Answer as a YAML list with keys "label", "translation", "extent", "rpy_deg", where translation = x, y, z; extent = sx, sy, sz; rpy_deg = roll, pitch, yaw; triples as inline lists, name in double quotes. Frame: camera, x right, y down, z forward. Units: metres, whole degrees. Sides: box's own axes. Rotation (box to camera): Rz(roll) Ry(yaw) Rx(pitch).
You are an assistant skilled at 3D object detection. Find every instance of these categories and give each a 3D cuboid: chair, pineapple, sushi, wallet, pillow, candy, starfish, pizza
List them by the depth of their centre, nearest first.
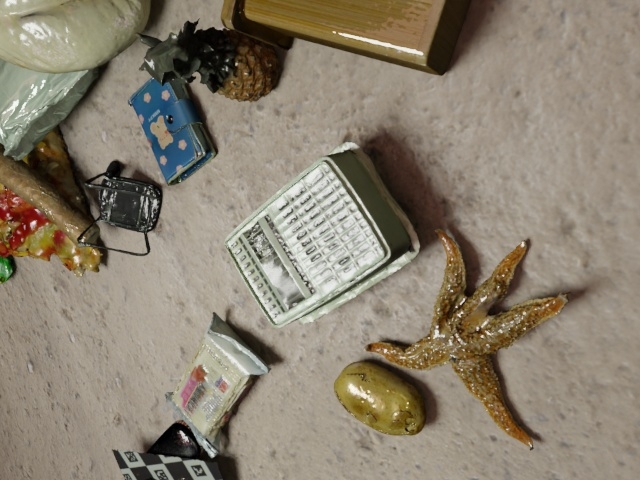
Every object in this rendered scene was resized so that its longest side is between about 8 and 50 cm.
- label: "starfish"
  translation: [0.246, 0.137, 0.696]
  extent: [0.301, 0.084, 0.294]
  rpy_deg: [31, 114, 24]
- label: "pineapple"
  translation: [-0.175, -0.296, 0.746]
  extent: [0.128, 0.248, 0.128]
  rpy_deg: [8, 106, 29]
- label: "wallet"
  translation: [-0.309, -0.235, 0.937]
  extent: [0.141, 0.059, 0.202]
  rpy_deg: [-27, 86, 27]
- label: "chair"
  translation: [-0.434, -0.082, 1.011]
  extent: [0.145, 0.221, 0.140]
  rpy_deg: [12, 110, -19]
- label: "pillow"
  translation: [-0.654, -0.379, 1.020]
  extent: [0.310, 0.138, 0.283]
  rpy_deg: [-45, 68, 8]
- label: "sushi"
  translation: [-0.349, 0.661, 1.066]
  extent: [0.320, 0.069, 0.339]
  rpy_deg: [-3, 109, 23]
- label: "pizza"
  translation: [-0.696, -0.068, 1.137]
  extent: [0.406, 0.130, 0.440]
  rpy_deg: [38, 114, 20]
- label: "candy"
  translation: [-0.968, -0.030, 1.324]
  extent: [0.097, 0.097, 0.324]
  rpy_deg: [-13, 85, 29]

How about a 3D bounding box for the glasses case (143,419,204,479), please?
- label: "glasses case"
  translation: [-0.374, 0.537, 1.109]
  extent: [0.103, 0.067, 0.267]
  rpy_deg: [45, 116, 7]

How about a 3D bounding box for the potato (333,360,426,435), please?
- label: "potato"
  translation: [0.105, 0.282, 0.800]
  extent: [0.170, 0.080, 0.107]
  rpy_deg: [30, 99, 22]

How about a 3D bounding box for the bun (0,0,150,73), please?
- label: "bun"
  translation: [-0.509, -0.503, 0.850]
  extent: [0.365, 0.219, 0.365]
  rpy_deg: [-2, 73, 6]

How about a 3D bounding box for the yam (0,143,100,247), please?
- label: "yam"
  translation: [-0.648, -0.113, 1.027]
  extent: [0.356, 0.081, 0.081]
  rpy_deg: [41, 116, 0]

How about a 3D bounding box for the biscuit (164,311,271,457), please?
- label: "biscuit"
  translation: [-0.230, 0.316, 0.987]
  extent: [0.186, 0.079, 0.309]
  rpy_deg: [42, 114, 18]

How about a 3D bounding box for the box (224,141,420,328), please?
- label: "box"
  translation: [0.000, 0.000, 0.752]
  extent: [0.290, 0.166, 0.221]
  rpy_deg: [-35, 82, 29]

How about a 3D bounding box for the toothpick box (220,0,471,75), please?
- label: "toothpick box"
  translation: [0.047, -0.356, 0.660]
  extent: [0.308, 0.187, 0.190]
  rpy_deg: [24, 109, 19]
